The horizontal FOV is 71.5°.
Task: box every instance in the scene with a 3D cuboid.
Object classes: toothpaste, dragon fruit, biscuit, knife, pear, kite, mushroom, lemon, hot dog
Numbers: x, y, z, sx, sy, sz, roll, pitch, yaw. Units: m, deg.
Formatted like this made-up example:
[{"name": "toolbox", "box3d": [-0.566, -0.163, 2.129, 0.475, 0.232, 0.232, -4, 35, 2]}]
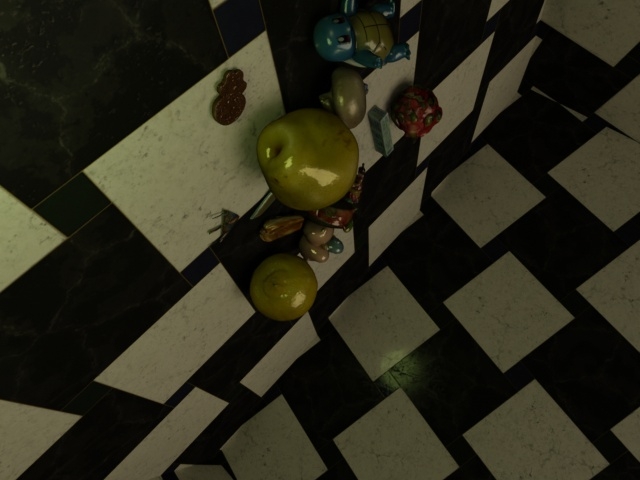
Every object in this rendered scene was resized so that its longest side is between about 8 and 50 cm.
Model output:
[{"name": "toothpaste", "box3d": [0.301, -0.531, 2.194, 0.067, 0.081, 0.336, -50, 157, -7]}, {"name": "dragon fruit", "box3d": [0.040, -0.141, 2.073, 0.295, 0.268, 0.130, -3, 119, -42]}, {"name": "biscuit", "box3d": [-0.271, -0.428, 1.334, 0.124, 0.026, 0.175, -29, 149, -45]}, {"name": "knife", "box3d": [-0.175, -0.217, 1.833, 0.343, 0.027, 0.061, -49, 161, 2]}, {"name": "dragon fruit", "box3d": [0.472, -0.633, 2.189, 0.231, 0.237, 0.302, -37, 174, 22]}, {"name": "pear", "box3d": [-0.041, -0.287, 1.579, 0.418, 0.362, 0.363, -2, 127, -55]}, {"name": "kite", "box3d": [-0.371, -0.062, 1.719, 0.160, 0.010, 0.183, -36, 157, -41]}, {"name": "mushroom", "box3d": [0.083, -0.527, 1.659, 0.226, 0.177, 0.227, -8, 90, -76]}, {"name": "lemon", "box3d": [-0.172, 0.224, 2.125, 0.348, 0.348, 0.348, -41, 155, -24]}, {"name": "hot dog", "box3d": [-0.173, -0.065, 2.011, 0.269, 0.072, 0.109, -22, 145, -48]}]

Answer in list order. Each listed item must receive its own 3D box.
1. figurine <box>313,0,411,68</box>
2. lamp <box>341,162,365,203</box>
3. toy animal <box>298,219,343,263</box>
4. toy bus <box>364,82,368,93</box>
[{"name": "figurine", "box3d": [0.158, -0.707, 1.526, 0.416, 0.242, 0.298, -22, 101, -54]}, {"name": "lamp", "box3d": [0.162, -0.291, 2.259, 0.118, 0.118, 0.253, -40, 156, -25]}, {"name": "toy animal", "box3d": [-0.019, -0.009, 2.245, 0.221, 0.229, 0.210, 60, 40, -24]}, {"name": "toy bus", "box3d": [0.134, -0.571, 1.831, 0.076, 0.073, 0.168, -25, 143, -42]}]
